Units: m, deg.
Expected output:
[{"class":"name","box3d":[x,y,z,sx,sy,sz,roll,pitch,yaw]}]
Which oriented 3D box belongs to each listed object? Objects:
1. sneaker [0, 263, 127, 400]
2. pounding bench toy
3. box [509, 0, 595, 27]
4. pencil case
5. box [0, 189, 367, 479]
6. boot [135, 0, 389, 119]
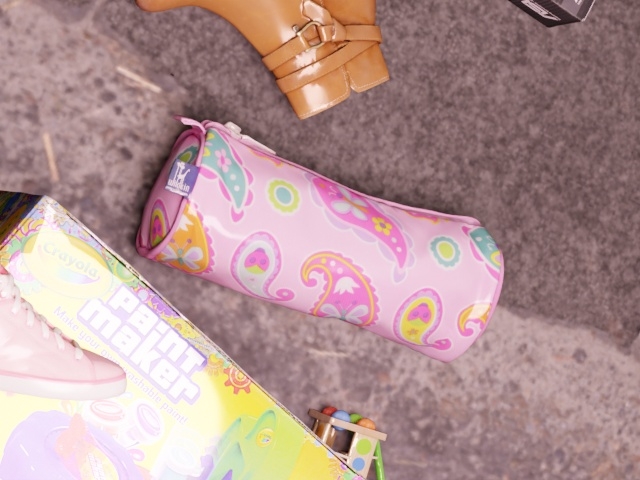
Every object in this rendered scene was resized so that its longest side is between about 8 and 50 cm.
[{"class":"sneaker","box3d":[-0.171,0.049,0.894,0.134,0.051,0.070,12,94,-16]},{"class":"pounding bench toy","box3d":[0.029,0.175,1.273,0.083,0.052,0.065,20,86,-20]},{"class":"box","box3d":[0.181,-0.347,1.299,0.216,0.060,0.270,29,82,-19]},{"class":"pencil case","box3d":[0.000,0.000,1.217,0.284,0.124,0.124,21,86,-18]},{"class":"box","box3d":[-0.163,0.122,1.078,0.290,0.279,0.177,44,78,-16]},{"class":"boot","box3d":[-0.041,-0.166,1.221,0.197,0.073,0.152,-20,104,-16]}]
